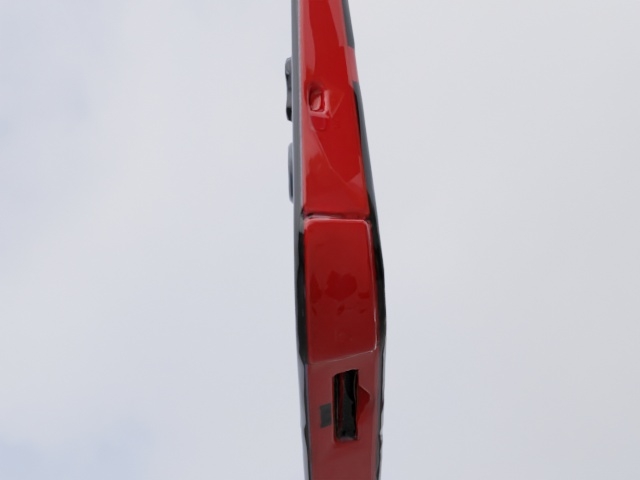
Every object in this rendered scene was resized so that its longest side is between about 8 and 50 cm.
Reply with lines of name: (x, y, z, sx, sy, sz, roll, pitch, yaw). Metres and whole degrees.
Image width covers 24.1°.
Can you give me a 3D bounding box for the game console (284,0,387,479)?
game console: (0.000, 0.000, 1.082, 0.060, 0.342, 0.386, -5, -33, -3)
